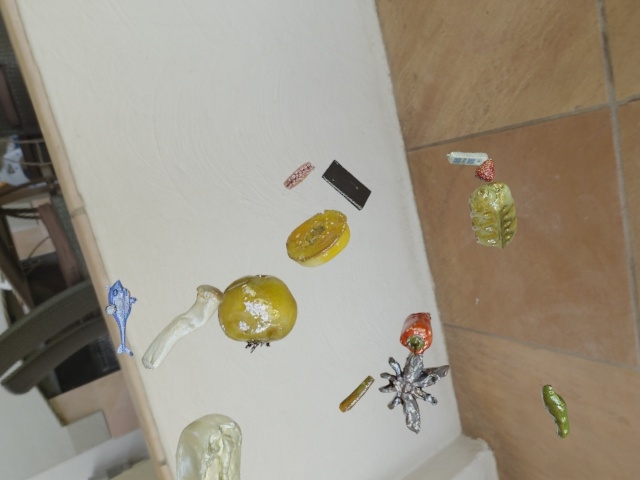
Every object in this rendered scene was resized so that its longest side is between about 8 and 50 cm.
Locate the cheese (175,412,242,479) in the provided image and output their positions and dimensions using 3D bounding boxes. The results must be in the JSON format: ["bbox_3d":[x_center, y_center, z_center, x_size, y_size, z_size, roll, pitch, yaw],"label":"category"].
[{"bbox_3d":[-0.271,0.576,1.058,0.233,0.127,0.265,-18,76,53],"label":"cheese"}]

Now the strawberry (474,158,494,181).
[{"bbox_3d":[0.606,-0.254,1.546,0.073,0.074,0.083,46,122,36],"label":"strawberry"}]

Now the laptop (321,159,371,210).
[{"bbox_3d":[0.103,-0.212,1.593,0.197,0.135,0.016,40,137,-9],"label":"laptop"}]

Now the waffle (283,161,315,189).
[{"bbox_3d":[-0.051,-0.149,0.984,0.029,0.083,0.075,48,148,-2],"label":"waffle"}]

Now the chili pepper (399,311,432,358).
[{"bbox_3d":[0.257,0.259,1.136,0.084,0.192,0.086,15,116,10],"label":"chili pepper"}]

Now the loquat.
[{"bbox_3d":[-0.167,0.190,1.136,0.213,0.213,0.212,35,134,46],"label":"loquat"}]

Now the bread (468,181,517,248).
[{"bbox_3d":[0.602,-0.092,1.480,0.267,0.152,0.129,56,-178,-46],"label":"bread"}]

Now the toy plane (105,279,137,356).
[{"bbox_3d":[-0.420,0.165,0.900,0.054,0.062,0.167,148,116,-66],"label":"toy plane"}]

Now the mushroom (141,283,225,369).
[{"bbox_3d":[-0.272,0.168,0.828,0.054,0.202,0.059,51,163,-28],"label":"mushroom"}]

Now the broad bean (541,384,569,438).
[{"bbox_3d":[0.931,0.688,1.664,0.075,0.067,0.324,26,142,65],"label":"broad bean"}]

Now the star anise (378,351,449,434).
[{"bbox_3d":[0.289,0.449,1.331,0.199,0.257,0.110,32,-178,5],"label":"star anise"}]

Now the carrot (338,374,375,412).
[{"bbox_3d":[0.129,0.539,1.489,0.170,0.042,0.042,-51,53,9],"label":"carrot"}]

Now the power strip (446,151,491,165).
[{"bbox_3d":[0.599,-0.329,1.702,0.047,0.191,0.030,102,167,-53],"label":"power strip"}]

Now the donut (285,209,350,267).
[{"bbox_3d":[0.000,0.000,1.089,0.065,0.179,0.162,54,-162,-34],"label":"donut"}]
